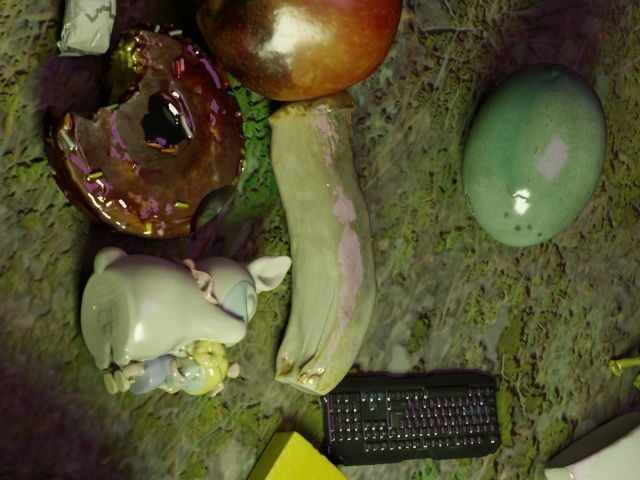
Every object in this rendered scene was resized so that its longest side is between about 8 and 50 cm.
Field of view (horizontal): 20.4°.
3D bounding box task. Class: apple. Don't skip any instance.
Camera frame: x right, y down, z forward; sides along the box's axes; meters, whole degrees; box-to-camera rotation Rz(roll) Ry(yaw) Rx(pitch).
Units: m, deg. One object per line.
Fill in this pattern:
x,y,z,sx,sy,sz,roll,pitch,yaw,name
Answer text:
-0.029,-0.264,1.951,0.230,0.230,0.230,6,79,-34,apple

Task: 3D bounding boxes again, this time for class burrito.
-0.240,-0.292,1.908,0.064,0.064,0.203,16,76,-33,burrito

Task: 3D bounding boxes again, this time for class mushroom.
0.000,0.000,2.017,0.123,0.095,0.351,1,81,-15,mushroom

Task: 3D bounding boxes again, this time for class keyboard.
0.110,0.211,2.102,0.262,0.016,0.106,1,82,-35,keyboard

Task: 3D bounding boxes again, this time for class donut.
-0.187,-0.108,1.894,0.216,0.096,0.230,37,63,-28,donut

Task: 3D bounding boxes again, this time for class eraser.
-0.037,0.288,1.968,0.097,0.045,0.122,46,60,-22,eraser
0.398,0.370,2.233,0.174,0.095,0.270,-27,99,-35,eraser

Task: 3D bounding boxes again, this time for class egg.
0.260,-0.104,2.162,0.169,0.169,0.236,32,65,-27,egg

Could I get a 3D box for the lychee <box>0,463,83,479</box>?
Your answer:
-0.256,0.391,1.609,0.432,0.380,0.380,12,75,-46,lychee

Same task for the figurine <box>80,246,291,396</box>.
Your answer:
-0.128,0.082,1.890,0.235,0.127,0.155,-1,65,-38,figurine

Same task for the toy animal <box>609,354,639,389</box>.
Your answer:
0.471,0.126,2.296,0.073,0.136,0.181,49,58,-19,toy animal
